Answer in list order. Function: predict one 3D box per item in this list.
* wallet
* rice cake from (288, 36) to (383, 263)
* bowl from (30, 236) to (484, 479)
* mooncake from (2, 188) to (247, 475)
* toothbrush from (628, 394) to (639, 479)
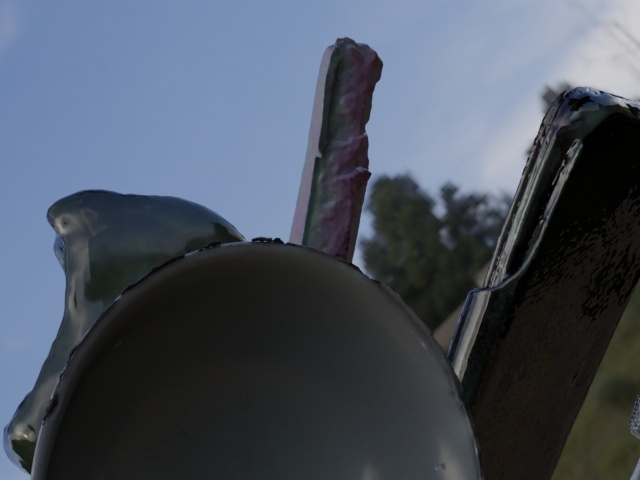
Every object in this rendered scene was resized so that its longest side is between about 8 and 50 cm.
[{"bbox_3d":[0.111,0.071,0.915,0.172,0.045,0.318,1,-67,-60],"label":"wallet"},{"bbox_3d":[0.001,-0.001,1.130,0.081,0.051,0.290,68,-148,-74],"label":"rice cake"},{"bbox_3d":[-0.038,0.096,0.614,0.189,0.189,0.086,-35,14,-33],"label":"bowl"},{"bbox_3d":[-0.111,0.060,0.935,0.175,0.168,0.104,-47,2,-25],"label":"mooncake"},{"bbox_3d":[0.215,0.233,1.255,0.019,0.025,0.276,-25,37,57],"label":"toothbrush"}]
